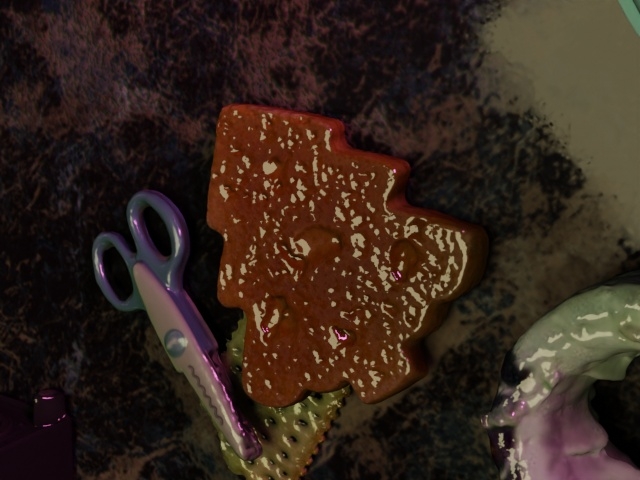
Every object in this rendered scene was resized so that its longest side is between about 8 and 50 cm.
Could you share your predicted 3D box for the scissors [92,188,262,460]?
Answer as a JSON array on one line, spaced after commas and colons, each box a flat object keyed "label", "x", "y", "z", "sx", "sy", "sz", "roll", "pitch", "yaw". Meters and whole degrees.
[{"label": "scissors", "x": -0.135, "y": 0.089, "z": 1.033, "sx": 0.138, "sy": 0.041, "sz": 0.289, "roll": -42, "pitch": 71, "yaw": 30}]

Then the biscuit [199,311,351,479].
[{"label": "biscuit", "x": -0.050, "y": 0.152, "z": 1.019, "sx": 0.144, "sy": 0.016, "sz": 0.203, "roll": 38, "pitch": 117, "yaw": 20}]

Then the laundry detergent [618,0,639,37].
[{"label": "laundry detergent", "x": 0.291, "y": -0.205, "z": 0.512, "sx": 0.287, "sy": 0.305, "sz": 0.287, "roll": 13, "pitch": 123, "yaw": 20}]

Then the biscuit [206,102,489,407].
[{"label": "biscuit", "x": 0.001, "y": 0.000, "z": 0.934, "sx": 0.278, "sy": 0.043, "sz": 0.301, "roll": -32, "pitch": 81, "yaw": 29}]

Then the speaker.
[{"label": "speaker", "x": -0.417, "y": 0.290, "z": 1.181, "sx": 0.232, "sy": 0.184, "sz": 0.253, "roll": 12, "pitch": 108, "yaw": 30}]

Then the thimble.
[{"label": "thimble", "x": 0.244, "y": 0.124, "z": 0.749, "sx": 0.237, "sy": 0.150, "sz": 0.237, "roll": 7, "pitch": 103, "yaw": 32}]
